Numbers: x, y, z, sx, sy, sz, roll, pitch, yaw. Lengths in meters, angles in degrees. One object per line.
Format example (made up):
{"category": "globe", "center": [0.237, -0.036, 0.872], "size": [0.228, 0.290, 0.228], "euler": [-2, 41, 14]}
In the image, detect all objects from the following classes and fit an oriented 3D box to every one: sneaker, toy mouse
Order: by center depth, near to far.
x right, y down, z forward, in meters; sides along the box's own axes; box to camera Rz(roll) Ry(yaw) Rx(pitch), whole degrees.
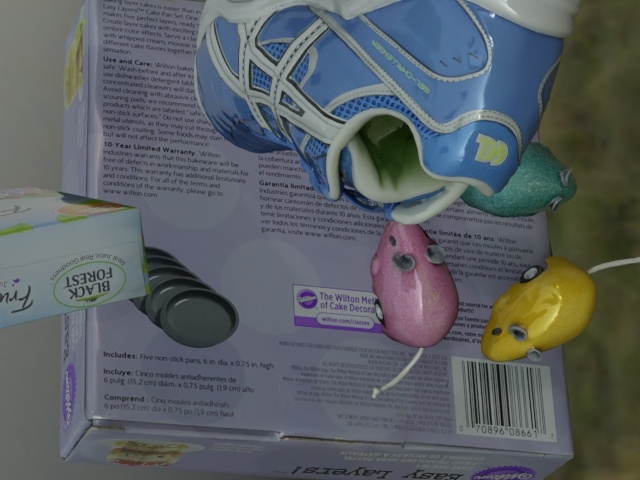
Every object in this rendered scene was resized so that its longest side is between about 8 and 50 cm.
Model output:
{"category": "sneaker", "center": [0.008, -0.049, 0.669], "size": [0.211, 0.080, 0.081], "euler": [-12, 64, 65]}
{"category": "toy mouse", "center": [0.074, 0.002, 0.931], "size": [0.143, 0.161, 0.031], "euler": [58, 170, -23]}

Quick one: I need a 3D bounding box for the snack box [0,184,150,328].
{"category": "snack box", "center": [-0.148, 0.012, 0.732], "size": [0.100, 0.141, 0.037], "euler": [14, 113, 56]}

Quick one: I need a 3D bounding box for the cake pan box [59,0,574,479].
{"category": "cake pan box", "center": [0.000, 0.000, 1.031], "size": [0.070, 0.267, 0.245], "euler": [129, 141, -59]}
